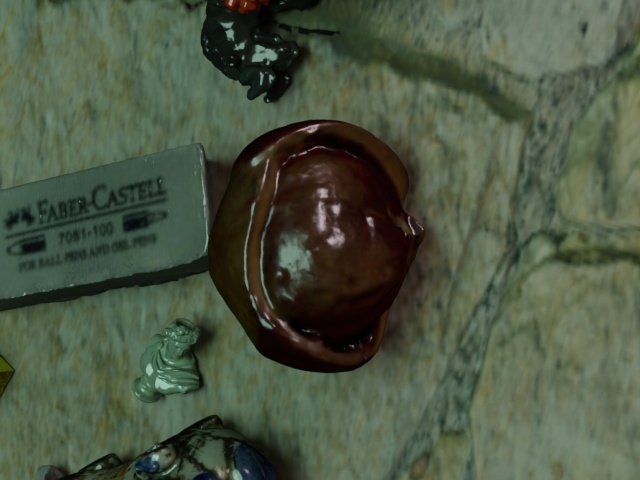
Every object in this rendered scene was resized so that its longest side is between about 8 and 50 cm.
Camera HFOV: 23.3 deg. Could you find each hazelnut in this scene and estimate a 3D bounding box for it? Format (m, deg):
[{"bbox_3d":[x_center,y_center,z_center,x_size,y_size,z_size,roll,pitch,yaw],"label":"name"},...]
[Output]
[{"bbox_3d":[-0.006,0.000,1.272,0.161,0.170,0.201,18,108,33],"label":"hazelnut"}]

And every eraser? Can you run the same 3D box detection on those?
[{"bbox_3d":[-0.223,-0.006,1.484,0.353,0.077,0.111,-11,82,35],"label":"eraser"}]

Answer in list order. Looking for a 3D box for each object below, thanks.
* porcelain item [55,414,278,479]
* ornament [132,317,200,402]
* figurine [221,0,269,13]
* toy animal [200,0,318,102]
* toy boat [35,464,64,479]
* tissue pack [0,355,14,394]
[{"bbox_3d":[-0.146,0.274,1.394,0.288,0.138,0.186,-24,91,27],"label":"porcelain item"},{"bbox_3d":[-0.140,0.111,1.442,0.068,0.041,0.092,26,111,39],"label":"ornament"},{"bbox_3d":[0.025,-0.274,1.258,0.246,0.110,0.137,-12,88,-1],"label":"figurine"},{"bbox_3d":[-0.066,-0.245,1.385,0.148,0.084,0.232,-25,77,33],"label":"toy animal"},{"bbox_3d":[-0.285,0.286,1.545,0.122,0.034,0.096,-38,66,37],"label":"toy boat"},{"bbox_3d":[-0.400,0.175,1.608,0.095,0.062,0.176,40,109,28],"label":"tissue pack"}]
